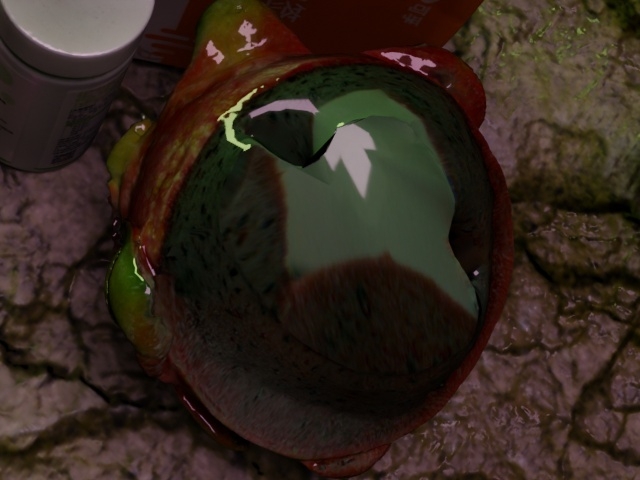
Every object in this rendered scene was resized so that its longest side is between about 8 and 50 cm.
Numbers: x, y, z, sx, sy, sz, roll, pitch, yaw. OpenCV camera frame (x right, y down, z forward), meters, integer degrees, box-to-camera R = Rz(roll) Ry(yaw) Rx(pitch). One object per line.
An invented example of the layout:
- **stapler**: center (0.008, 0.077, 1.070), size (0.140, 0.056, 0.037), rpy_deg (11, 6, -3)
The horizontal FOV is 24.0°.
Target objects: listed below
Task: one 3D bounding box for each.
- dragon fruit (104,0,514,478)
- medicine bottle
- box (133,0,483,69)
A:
- **dragon fruit**: center (0.000, 0.000, 0.879), size (0.268, 0.130, 0.295), rpy_deg (-29, 109, -17)
- **medicine bottle**: center (-0.154, -0.108, 0.870), size (0.086, 0.183, 0.086), rpy_deg (6, 71, -17)
- **box**: center (-0.070, -0.209, 0.908), size (0.341, 0.225, 0.143), rpy_deg (12, 69, -14)
